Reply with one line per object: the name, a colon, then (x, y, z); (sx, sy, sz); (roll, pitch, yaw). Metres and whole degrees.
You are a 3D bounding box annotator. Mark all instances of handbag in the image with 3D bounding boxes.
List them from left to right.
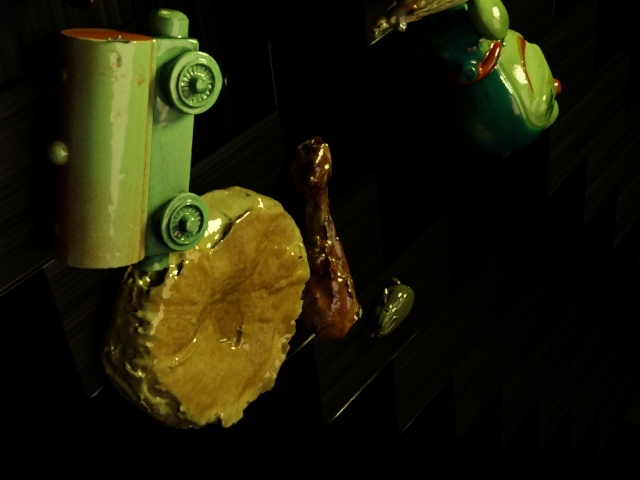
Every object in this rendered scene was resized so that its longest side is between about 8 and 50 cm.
handbag: (0.115, 0.117, 1.639); (0.111, 0.047, 0.072); (-54, 149, -23)

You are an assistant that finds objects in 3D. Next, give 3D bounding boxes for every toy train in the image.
toy train: (-0.204, -0.098, 1.025); (0.177, 0.116, 0.285); (-9, 116, -40)

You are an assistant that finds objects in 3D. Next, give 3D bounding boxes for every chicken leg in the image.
chicken leg: (0.000, 0.000, 1.390); (0.113, 0.093, 0.304); (-50, 138, -61)

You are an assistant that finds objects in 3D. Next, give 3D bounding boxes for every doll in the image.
doll: (0.259, -0.264, 1.534); (0.322, 0.186, 0.198); (52, 31, -34)

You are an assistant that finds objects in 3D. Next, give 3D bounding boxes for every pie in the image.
pie: (-0.129, 0.089, 1.240); (0.339, 0.083, 0.339); (-27, 125, -46)

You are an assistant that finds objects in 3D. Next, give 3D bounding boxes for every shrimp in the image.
shrimp: (0.149, -0.366, 1.366); (0.254, 0.145, 0.059); (-29, 131, -13)

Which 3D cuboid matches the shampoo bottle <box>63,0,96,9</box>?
shampoo bottle: (-0.174, -0.344, 0.928); (0.278, 0.104, 0.104); (-62, 146, -14)
